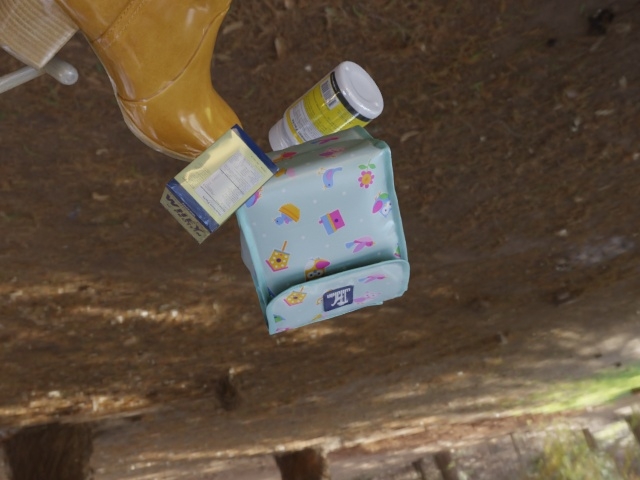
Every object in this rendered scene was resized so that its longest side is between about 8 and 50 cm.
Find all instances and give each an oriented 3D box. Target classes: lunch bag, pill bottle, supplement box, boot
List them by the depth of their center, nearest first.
[{"bbox_3d":[-0.113,-0.190,0.599,0.211,0.104,0.295,-35,143,25],"label":"boot"},{"bbox_3d":[-0.094,-0.049,0.613,0.083,0.056,0.083,-45,-174,-18],"label":"supplement box"},{"bbox_3d":[0.000,0.000,0.950,0.224,0.160,0.262,-17,115,-10],"label":"lunch bag"},{"bbox_3d":[0.006,-0.231,1.276,0.209,0.119,0.119,-33,153,35],"label":"pill bottle"}]

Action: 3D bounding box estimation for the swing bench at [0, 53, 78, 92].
[{"bbox_3d":[-0.349,-0.261,0.551,0.165,0.254,0.253,-27,144,-11],"label":"swing bench"}]
